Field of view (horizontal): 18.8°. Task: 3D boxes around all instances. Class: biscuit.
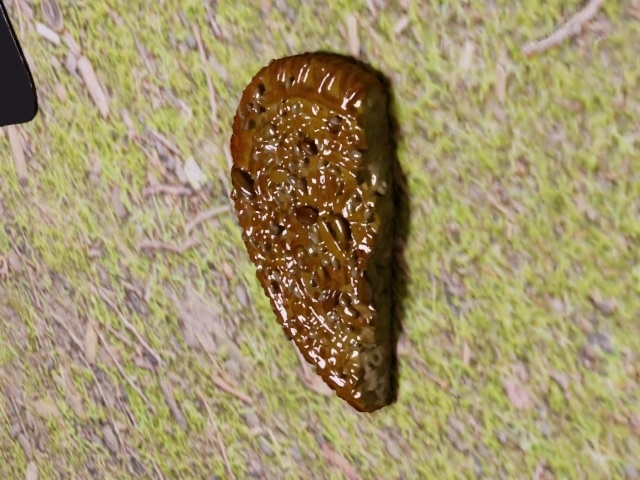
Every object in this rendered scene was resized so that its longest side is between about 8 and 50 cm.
[{"bbox_3d":[-0.007,-0.011,0.986,0.126,0.025,0.206,35,139,40],"label":"biscuit"}]

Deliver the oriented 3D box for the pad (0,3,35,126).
[{"bbox_3d":[-0.265,-0.197,1.261,0.181,0.004,0.267,-2,112,57],"label":"pad"}]
